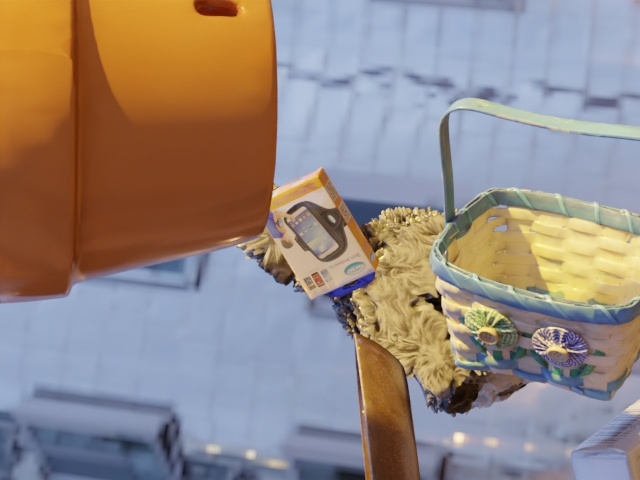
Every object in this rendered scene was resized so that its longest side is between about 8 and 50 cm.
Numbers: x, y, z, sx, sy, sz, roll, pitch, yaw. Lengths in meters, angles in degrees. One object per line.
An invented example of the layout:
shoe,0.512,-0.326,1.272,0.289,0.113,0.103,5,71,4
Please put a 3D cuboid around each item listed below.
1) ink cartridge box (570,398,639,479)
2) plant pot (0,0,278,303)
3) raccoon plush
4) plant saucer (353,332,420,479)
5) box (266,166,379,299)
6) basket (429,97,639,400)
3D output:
ink cartridge box,0.464,0.380,2.375,0.308,0.091,0.385,-27,-71,-47
plant pot,-0.143,-0.098,1.377,0.291,0.203,0.291,180,90,-81
raccoon plush,0.099,0.042,2.258,0.216,0.446,0.299,-50,-7,-4
plant saucer,0.069,0.240,1.801,0.310,0.050,0.311,-6,-90,-89
box,0.000,0.000,1.946,0.136,0.081,0.028,59,-157,-14
basket,0.242,0.005,1.891,0.201,0.254,0.289,-43,-41,-54
